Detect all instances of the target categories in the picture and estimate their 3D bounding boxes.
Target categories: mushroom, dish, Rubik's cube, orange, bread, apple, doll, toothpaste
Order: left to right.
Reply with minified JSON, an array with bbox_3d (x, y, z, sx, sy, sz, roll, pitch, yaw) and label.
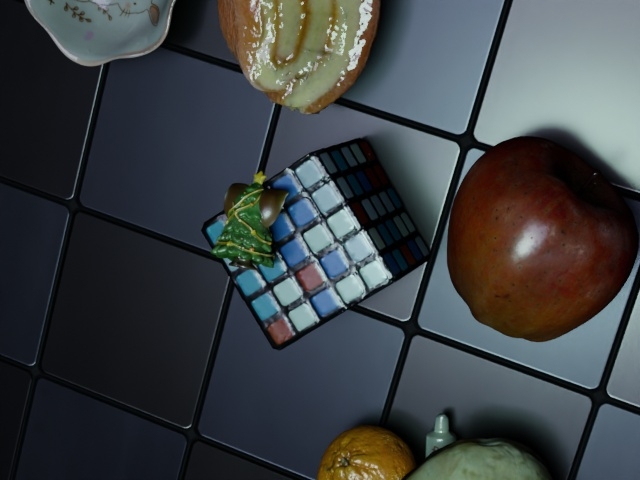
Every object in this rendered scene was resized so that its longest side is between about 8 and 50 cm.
[{"bbox_3d":[-0.268,-0.339,1.770,0.229,0.081,0.230,2,100,15],"label":"dish"},{"bbox_3d":[-0.087,-0.021,1.562,0.078,0.076,0.113,9,102,28],"label":"doll"},{"bbox_3d":[-0.027,-0.270,1.658,0.190,0.123,0.244,-2,113,-9],"label":"bread"},{"bbox_3d":[0.000,0.000,1.675,0.184,0.187,0.182,-32,88,23],"label":"Rubik's cube"},{"bbox_3d":[0.055,0.299,1.734,0.135,0.136,0.117,-39,121,20],"label":"orange"},{"bbox_3d":[0.154,0.333,1.756,0.060,0.038,0.234,5,103,22],"label":"toothpaste"},{"bbox_3d":[0.175,0.375,1.639,0.267,0.164,0.189,-36,121,8],"label":"mushroom"},{"bbox_3d":[0.251,0.003,1.573,0.234,0.234,0.234,3,100,19],"label":"apple"}]
